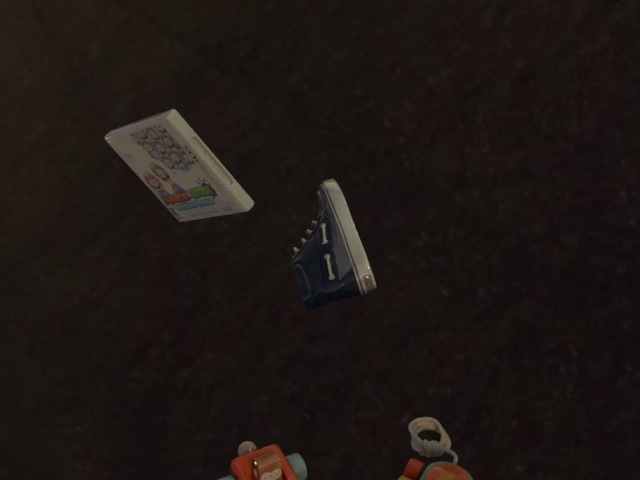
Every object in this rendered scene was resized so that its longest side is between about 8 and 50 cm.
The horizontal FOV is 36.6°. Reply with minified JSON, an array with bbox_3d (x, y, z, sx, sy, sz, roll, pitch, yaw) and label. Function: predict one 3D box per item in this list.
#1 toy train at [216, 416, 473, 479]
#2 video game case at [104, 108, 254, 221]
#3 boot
[{"bbox_3d":[0.026,0.151,0.600,0.166,0.046,0.125,-11,45,-22],"label":"toy train"},{"bbox_3d":[-0.166,-0.082,1.122,0.157,0.143,0.019,-6,41,52],"label":"video game case"},{"bbox_3d":[0.000,0.000,1.135,0.086,0.069,0.190,-19,39,0],"label":"boot"}]
